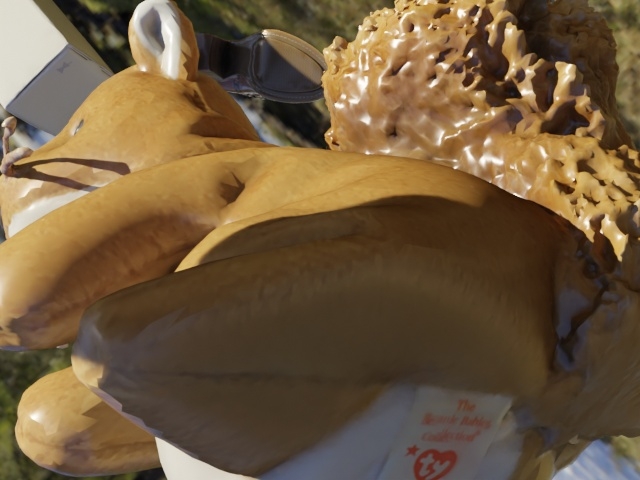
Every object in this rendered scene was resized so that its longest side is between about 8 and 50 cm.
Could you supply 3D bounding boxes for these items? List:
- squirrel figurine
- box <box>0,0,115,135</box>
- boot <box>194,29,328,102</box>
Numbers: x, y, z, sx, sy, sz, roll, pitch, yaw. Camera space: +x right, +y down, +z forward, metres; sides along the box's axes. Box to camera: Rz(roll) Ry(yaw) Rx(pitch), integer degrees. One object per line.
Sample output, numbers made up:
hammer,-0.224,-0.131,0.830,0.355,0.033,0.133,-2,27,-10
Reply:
squirrel figurine,0.000,0.000,0.631,0.370,0.397,0.281,48,159,51
box,-0.338,-0.242,1.123,0.275,0.094,0.113,49,-175,19
boot,-0.048,-0.190,1.238,0.197,0.073,0.152,18,-177,24
